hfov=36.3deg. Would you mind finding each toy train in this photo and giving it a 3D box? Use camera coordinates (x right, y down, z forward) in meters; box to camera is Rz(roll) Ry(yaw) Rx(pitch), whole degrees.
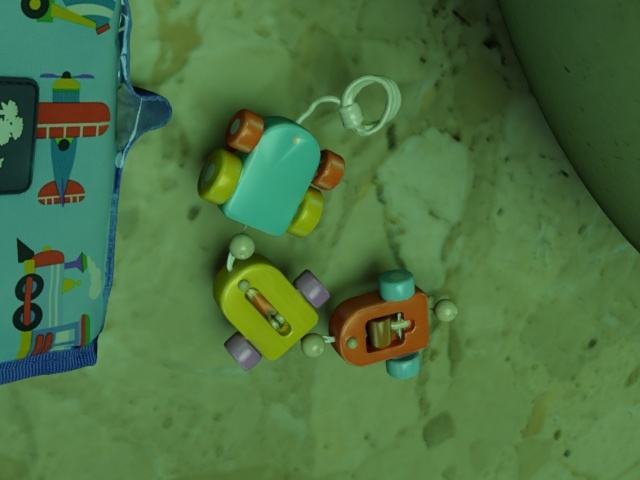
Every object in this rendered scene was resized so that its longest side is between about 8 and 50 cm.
[{"bbox_3d":[0.000,0.000,0.491,0.125,0.046,0.166,-18,116,-17],"label":"toy train"}]

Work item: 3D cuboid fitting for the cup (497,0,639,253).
[{"bbox_3d":[0.232,-0.094,0.429,0.331,0.331,0.237,-27,140,-12],"label":"cup"}]

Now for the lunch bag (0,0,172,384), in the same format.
[{"bbox_3d":[-0.199,-0.045,0.368,0.293,0.138,0.221,-6,110,-33],"label":"lunch bag"}]
